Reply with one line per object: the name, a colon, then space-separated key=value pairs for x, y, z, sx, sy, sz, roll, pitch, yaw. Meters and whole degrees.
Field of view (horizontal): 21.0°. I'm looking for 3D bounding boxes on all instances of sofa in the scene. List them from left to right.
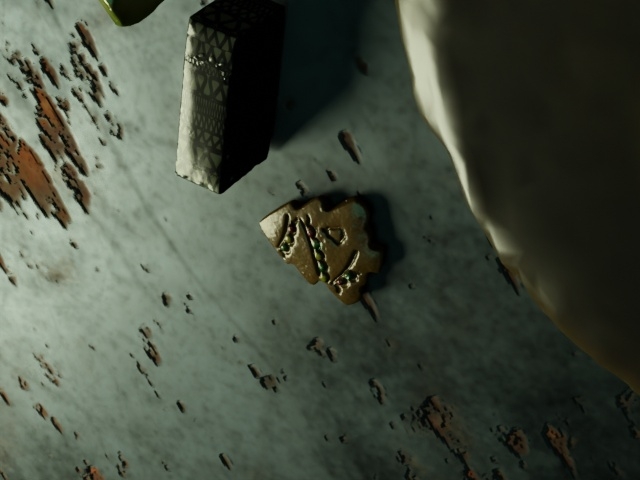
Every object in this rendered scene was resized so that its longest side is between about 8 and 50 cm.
sofa: x=-0.058 y=-0.095 z=1.092 sx=0.039 sy=0.060 sz=0.118 roll=26 pitch=129 yaw=23

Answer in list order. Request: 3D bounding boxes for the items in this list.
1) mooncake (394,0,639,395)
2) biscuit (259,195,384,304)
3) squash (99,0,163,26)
mooncake: x=0.242 y=-0.129 z=0.771 sx=0.393 sy=0.246 sz=0.394 roll=49 pitch=130 yaw=3
biscuit: x=0.000 y=0.000 z=1.145 sx=0.092 sy=0.016 sz=0.082 roll=20 pitch=127 yaw=17
squash: x=-0.183 y=-0.245 z=1.041 sx=0.252 sy=0.169 sz=0.093 roll=25 pitch=171 yaw=14
